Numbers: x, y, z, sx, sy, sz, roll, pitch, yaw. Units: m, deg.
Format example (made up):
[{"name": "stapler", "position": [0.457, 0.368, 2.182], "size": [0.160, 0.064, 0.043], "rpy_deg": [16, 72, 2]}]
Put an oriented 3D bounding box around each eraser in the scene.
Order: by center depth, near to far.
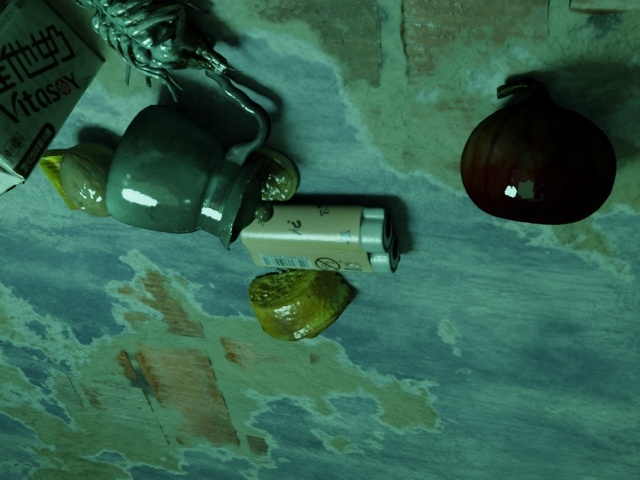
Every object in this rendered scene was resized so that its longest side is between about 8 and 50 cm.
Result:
[{"name": "eraser", "position": [0.000, 0.000, 1.682], "size": [0.290, 0.087, 0.171], "rpy_deg": [3, 147, 20]}]

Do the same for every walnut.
[{"name": "walnut", "position": [-0.436, -0.120, 1.686], "size": [0.162, 0.140, 0.140], "rpy_deg": [26, 142, -32]}]

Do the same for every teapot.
[{"name": "teapot", "position": [-0.203, -0.133, 1.547], "size": [0.285, 0.305, 0.223], "rpy_deg": [23, 174, 1]}]

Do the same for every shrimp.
[{"name": "shrimp", "position": [-0.315, -0.358, 1.358], "size": [0.410, 0.166, 0.221], "rpy_deg": [39, 140, -5]}]

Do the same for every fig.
[{"name": "fig", "position": [0.335, -0.120, 1.321], "size": [0.235, 0.235, 0.214], "rpy_deg": [28, 103, -11]}]

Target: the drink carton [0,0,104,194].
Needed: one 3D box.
[{"name": "drink carton", "position": [-0.521, -0.246, 1.422], "size": [0.132, 0.325, 0.194], "rpy_deg": [-18, 128, 35]}]

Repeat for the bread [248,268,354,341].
[{"name": "bread", "position": [-0.059, 0.140, 1.839], "size": [0.229, 0.139, 0.143], "rpy_deg": [-15, 122, 33]}]

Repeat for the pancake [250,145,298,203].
[{"name": "pancake", "position": [-0.115, -0.123, 1.637], "size": [0.151, 0.025, 0.152], "rpy_deg": [10, 140, 9]}]

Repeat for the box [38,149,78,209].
[{"name": "box", "position": [-0.526, -0.125, 1.800], "size": [0.089, 0.022, 0.156], "rpy_deg": [1, 137, 22]}]
